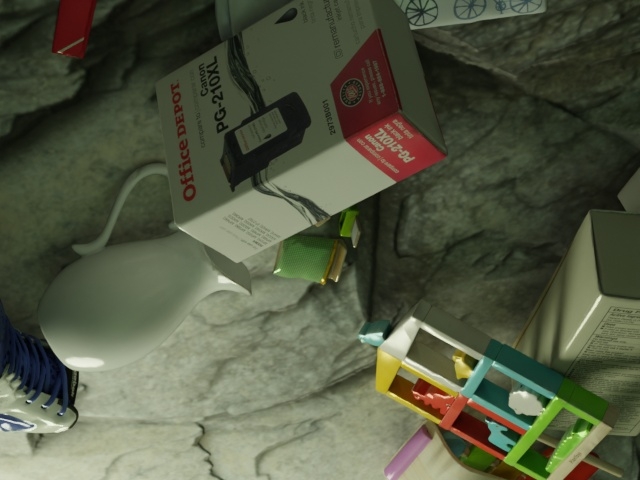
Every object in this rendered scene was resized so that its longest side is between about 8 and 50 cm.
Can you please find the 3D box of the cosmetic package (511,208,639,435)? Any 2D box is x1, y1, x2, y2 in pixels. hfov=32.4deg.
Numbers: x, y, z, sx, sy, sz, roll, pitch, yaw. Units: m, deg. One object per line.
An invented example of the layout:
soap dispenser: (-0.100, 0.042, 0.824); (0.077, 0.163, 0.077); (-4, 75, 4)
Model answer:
cosmetic package: (0.331, 0.103, 1.238); (0.160, 0.113, 0.309); (6, 144, -6)

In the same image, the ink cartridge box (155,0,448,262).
ink cartridge box: (-0.025, -0.111, 1.008); (0.237, 0.172, 0.100); (-26, 147, 23)

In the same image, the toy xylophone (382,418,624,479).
toy xylophone: (0.260, 0.326, 1.481); (0.323, 0.081, 0.236); (30, 117, -28)

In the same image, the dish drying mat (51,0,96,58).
dish drying mat: (-0.229, -0.210, 1.033); (0.032, 0.008, 0.083); (10, 124, -16)

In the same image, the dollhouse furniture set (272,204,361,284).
dollhouse furniture set: (0.000, 0.000, 1.201); (0.076, 0.058, 0.151); (6, 125, -14)

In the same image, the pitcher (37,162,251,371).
pitcher: (-0.202, 0.031, 1.164); (0.207, 0.125, 0.177); (-29, 101, 4)

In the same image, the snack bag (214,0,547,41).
snack bag: (0.055, -0.338, 0.970); (0.323, 0.037, 0.342); (-7, 127, -5)

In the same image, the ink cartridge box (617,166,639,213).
ink cartridge box: (0.426, -0.034, 1.231); (0.143, 0.092, 0.090); (21, 121, -23)

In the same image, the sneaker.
sneaker: (-0.340, 0.130, 1.182); (0.182, 0.127, 0.315); (1, 153, -25)

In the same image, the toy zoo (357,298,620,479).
toy zoo: (0.177, 0.172, 1.281); (0.293, 0.030, 0.192); (28, 147, 8)
